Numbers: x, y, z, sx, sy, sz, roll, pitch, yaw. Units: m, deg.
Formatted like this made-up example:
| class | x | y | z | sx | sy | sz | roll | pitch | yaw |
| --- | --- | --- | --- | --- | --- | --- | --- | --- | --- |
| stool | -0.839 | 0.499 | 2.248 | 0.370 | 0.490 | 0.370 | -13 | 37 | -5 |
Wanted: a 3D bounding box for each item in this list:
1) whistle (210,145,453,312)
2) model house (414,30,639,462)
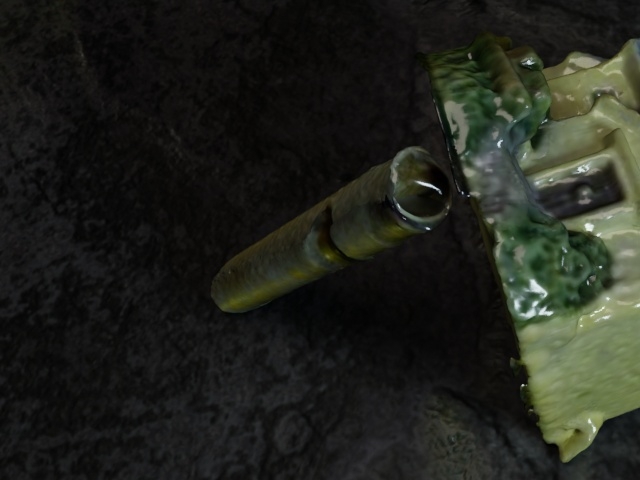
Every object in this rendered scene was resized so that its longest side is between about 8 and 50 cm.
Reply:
| class | x | y | z | sx | sy | sz | roll | pitch | yaw |
| --- | --- | --- | --- | --- | --- | --- | --- | --- | --- |
| whistle | 0.001 | 0.001 | 1.219 | 0.068 | 0.057 | 0.326 | -51 | 12 | -29 |
| model house | 0.240 | -0.040 | 1.152 | 0.266 | 0.261 | 0.321 | -16 | 57 | 4 |
